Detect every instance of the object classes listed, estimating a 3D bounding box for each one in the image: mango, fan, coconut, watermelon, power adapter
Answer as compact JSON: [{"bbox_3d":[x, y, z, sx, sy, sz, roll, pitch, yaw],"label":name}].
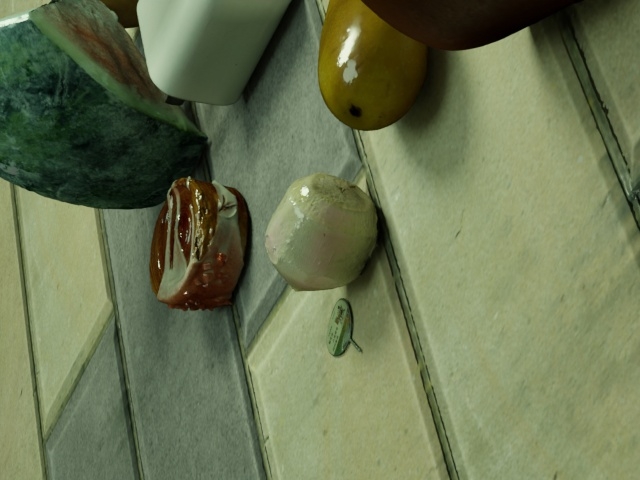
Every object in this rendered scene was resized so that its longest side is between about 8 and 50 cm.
[{"bbox_3d":[0.048,-0.198,1.740,0.227,0.099,0.136,-95,23,-43],"label":"mango"},{"bbox_3d":[0.024,0.088,1.809,0.080,0.003,0.060,-16,70,63],"label":"fan"},{"bbox_3d":[0.000,0.000,1.782,0.124,0.110,0.110,-64,31,28],"label":"coconut"},{"bbox_3d":[-0.324,-0.203,2.232,0.228,0.387,0.258,-44,31,34],"label":"watermelon"},{"bbox_3d":[-0.139,-0.272,2.114,0.255,0.124,0.187,-57,34,41],"label":"power adapter"}]

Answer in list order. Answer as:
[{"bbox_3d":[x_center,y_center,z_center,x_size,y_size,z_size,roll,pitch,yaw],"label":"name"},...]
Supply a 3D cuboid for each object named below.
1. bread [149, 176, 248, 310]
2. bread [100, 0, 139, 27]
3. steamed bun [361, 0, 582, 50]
[{"bbox_3d":[-0.145,0.007,2.107,0.160,0.073,0.160,-29,56,55],"label":"bread"},{"bbox_3d":[-0.271,-0.378,2.385,0.262,0.163,0.204,-11,-69,-72],"label":"bread"},{"bbox_3d":[0.110,-0.364,1.479,0.235,0.248,0.379,161,113,-63],"label":"steamed bun"}]
